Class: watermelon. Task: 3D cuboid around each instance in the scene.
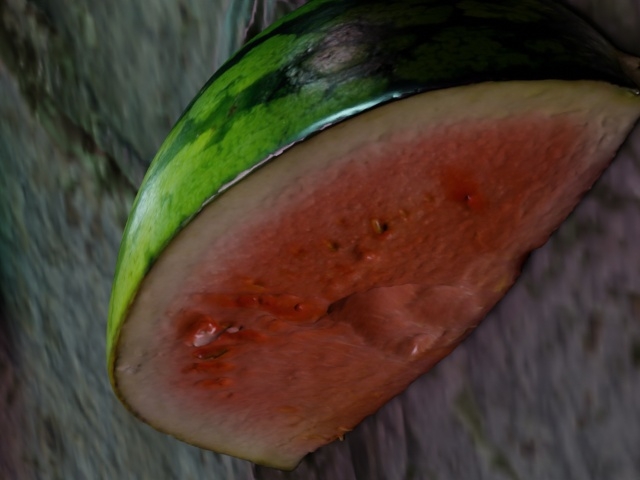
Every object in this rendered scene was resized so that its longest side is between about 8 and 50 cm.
[{"bbox_3d":[-0.013,-0.022,0.721,0.303,0.159,0.128,-52,39,42],"label":"watermelon"}]
